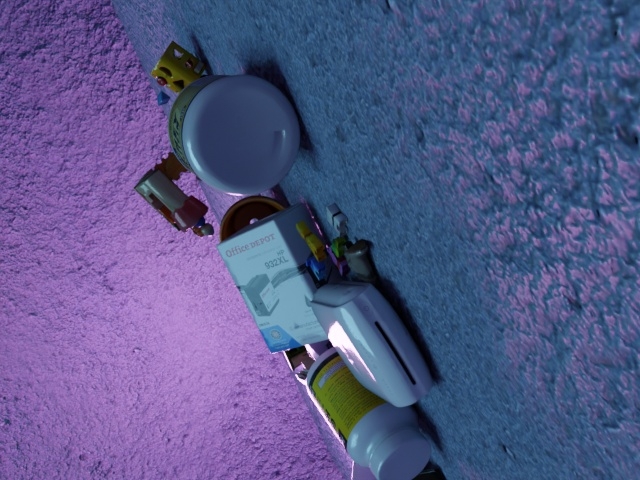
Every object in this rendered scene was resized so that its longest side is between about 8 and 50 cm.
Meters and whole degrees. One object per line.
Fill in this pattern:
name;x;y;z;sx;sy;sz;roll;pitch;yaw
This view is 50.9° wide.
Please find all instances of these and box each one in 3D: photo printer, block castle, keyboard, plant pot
photo printer;0.101;0.204;1.374;0.256;0.107;0.307;58;168;-6
block castle;-0.311;-0.168;1.782;0.213;0.303;0.453;47;172;-16
keyboard;0.238;0.623;1.691;0.192;0.038;0.100;-25;95;33
plant pot;-0.175;-0.030;1.839;0.188;0.205;0.205;-127;12;-75

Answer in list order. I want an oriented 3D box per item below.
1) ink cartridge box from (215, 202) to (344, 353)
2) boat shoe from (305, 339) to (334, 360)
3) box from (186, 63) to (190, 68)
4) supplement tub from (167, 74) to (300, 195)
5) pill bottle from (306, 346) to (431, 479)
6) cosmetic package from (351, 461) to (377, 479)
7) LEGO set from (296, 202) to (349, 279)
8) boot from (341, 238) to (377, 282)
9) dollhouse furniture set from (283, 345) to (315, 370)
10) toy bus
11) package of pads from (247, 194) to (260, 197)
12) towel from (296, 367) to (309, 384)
ink cartridge box;-0.081;0.094;1.621;0.223;0.129;0.308;-21;99;40
boat shoe;-0.024;0.234;1.894;0.156;0.136;0.367;31;157;36
box;-0.361;-0.390;2.116;0.216;0.060;0.270;56;166;24
supplement tub;-0.190;-0.225;1.385;0.228;0.228;0.316;67;167;-20
pill bottle;0.114;0.414;1.609;0.334;0.187;0.188;47;161;50
cosmetic package;0.179;0.901;2.212;0.377;0.097;0.285;-80;-23;-53
LEGO set;0.000;0.000;1.425;0.093;0.087;0.227;55;165;28
boot;0.083;0.043;1.305;0.087;0.042;0.118;58;170;-13
dollhouse furniture set;0.015;0.461;2.203;0.197;0.151;0.302;45;159;54
toy bus;-0.361;-0.455;1.855;0.104;0.202;0.191;-34;75;47
package of pads;-0.209;-0.138;2.106;0.050;0.032;0.083;60;168;17
towel;0.061;0.446;1.958;0.187;0.049;0.282;40;160;-29
